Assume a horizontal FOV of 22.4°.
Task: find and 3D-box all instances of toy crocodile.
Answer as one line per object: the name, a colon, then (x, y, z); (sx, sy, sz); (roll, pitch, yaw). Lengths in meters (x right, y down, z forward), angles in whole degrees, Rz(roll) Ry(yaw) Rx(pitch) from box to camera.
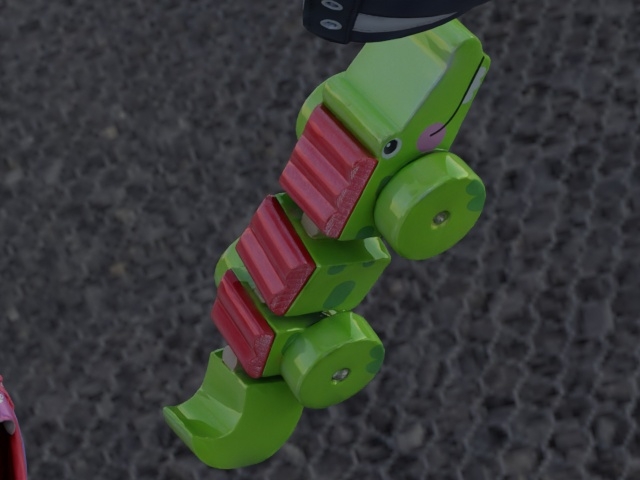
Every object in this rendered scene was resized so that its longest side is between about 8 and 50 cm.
toy crocodile: (0.000, 0.000, 0.984); (0.105, 0.340, 0.115); (-5, 46, -41)

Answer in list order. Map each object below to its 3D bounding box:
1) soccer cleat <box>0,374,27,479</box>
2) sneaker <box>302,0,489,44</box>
soccer cleat: (-0.237, 0.085, 1.053); (0.083, 0.248, 0.095); (-7, -5, -45)
sneaker: (-0.013, -0.138, 0.550); (0.282, 0.099, 0.153); (7, -12, -31)
